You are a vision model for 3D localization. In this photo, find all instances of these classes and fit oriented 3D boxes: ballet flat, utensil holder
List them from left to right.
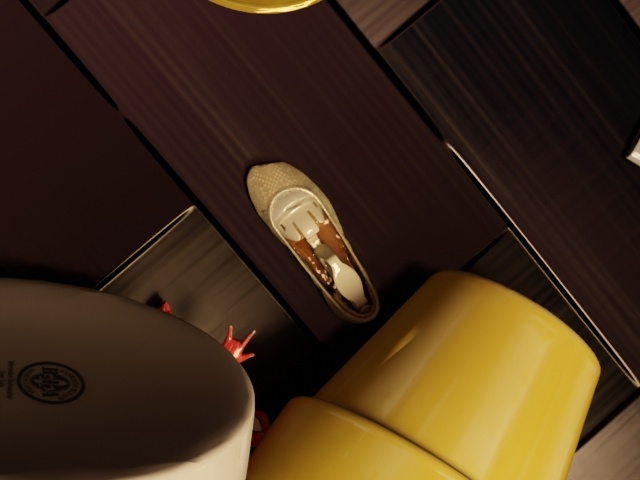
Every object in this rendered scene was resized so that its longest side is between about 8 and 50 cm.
[{"bbox_3d":[-0.220,0.259,0.895,0.327,0.327,0.386,8,109,-11],"label":"utensil holder"},{"bbox_3d":[0.000,0.000,1.092,0.057,0.052,0.168,-39,101,-4],"label":"ballet flat"}]

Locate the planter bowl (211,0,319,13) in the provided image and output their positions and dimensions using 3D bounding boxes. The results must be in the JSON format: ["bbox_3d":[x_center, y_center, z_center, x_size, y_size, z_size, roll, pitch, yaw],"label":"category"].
[{"bbox_3d":[-0.040,-0.296,1.034,0.217,0.090,0.217,-1,96,-10],"label":"planter bowl"}]

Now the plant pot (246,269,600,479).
[{"bbox_3d":[0.102,0.165,1.043,0.254,0.254,0.239,38,74,-12],"label":"plant pot"}]

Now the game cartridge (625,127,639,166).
[{"bbox_3d":[0.318,-0.098,1.159,0.056,0.017,0.083,28,91,-16],"label":"game cartridge"}]

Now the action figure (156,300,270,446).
[{"bbox_3d":[-0.163,0.094,1.050,0.280,0.091,0.139,19,103,-12],"label":"action figure"}]
